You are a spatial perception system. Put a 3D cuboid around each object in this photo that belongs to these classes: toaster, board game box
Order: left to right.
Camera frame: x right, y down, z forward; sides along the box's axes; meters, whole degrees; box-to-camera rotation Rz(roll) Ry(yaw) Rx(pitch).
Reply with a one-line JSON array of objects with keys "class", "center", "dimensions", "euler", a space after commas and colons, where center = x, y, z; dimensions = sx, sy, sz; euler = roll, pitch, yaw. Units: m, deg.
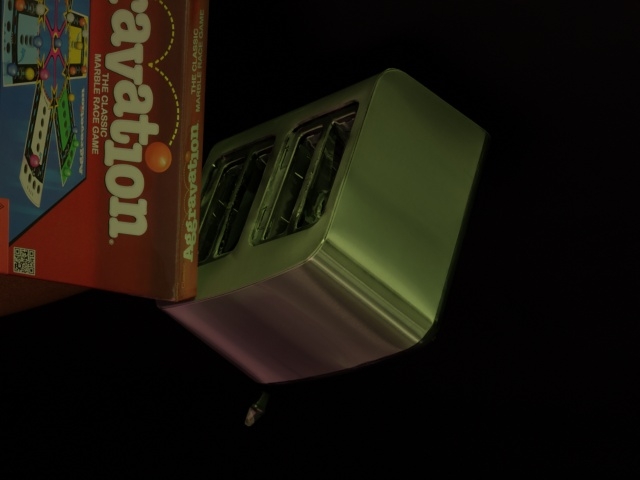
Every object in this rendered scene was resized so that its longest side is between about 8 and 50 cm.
[{"class": "board game box", "center": [-0.134, -0.112, 0.931], "dimensions": [0.145, 0.027, 0.281], "euler": [7, 101, 25]}, {"class": "toaster", "center": [0.000, 0.000, 0.981], "dimensions": [0.110, 0.186, 0.168], "euler": [37, 145, -29]}]

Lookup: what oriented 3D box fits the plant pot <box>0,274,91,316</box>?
[{"class": "plant pot", "center": [-0.235, -0.039, 1.083], "dimensions": [0.254, 0.237, 0.237], "euler": [1, 137, 12]}]
